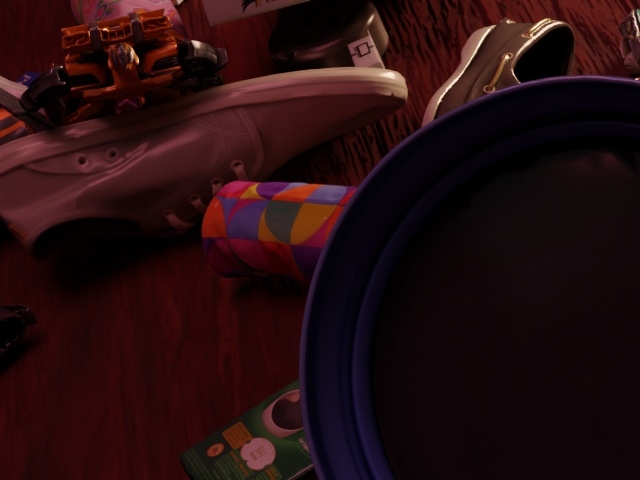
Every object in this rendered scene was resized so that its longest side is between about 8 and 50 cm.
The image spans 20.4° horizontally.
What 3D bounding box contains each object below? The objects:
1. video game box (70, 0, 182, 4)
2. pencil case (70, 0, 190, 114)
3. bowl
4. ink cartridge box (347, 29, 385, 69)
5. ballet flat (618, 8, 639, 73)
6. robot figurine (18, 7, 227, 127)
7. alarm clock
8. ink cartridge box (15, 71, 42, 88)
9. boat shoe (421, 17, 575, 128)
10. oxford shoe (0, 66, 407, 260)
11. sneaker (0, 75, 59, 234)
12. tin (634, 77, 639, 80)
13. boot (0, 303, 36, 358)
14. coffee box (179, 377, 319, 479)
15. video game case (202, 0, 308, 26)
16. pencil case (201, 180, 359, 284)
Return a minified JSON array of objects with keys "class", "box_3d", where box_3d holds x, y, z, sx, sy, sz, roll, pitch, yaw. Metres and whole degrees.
[{"class":"video game box","box_3d":[-0.216,-0.381,2.364,0.205,0.048,0.187,6,43,40]},{"class":"pencil case","box_3d":[-0.222,-0.241,2.112,0.124,0.124,0.284,-28,33,-2]},{"class":"bowl","box_3d":[0.175,0.084,1.216,0.391,0.077,0.391,-4,80,23]},{"class":"ink cartridge box","box_3d":[0.053,-0.185,1.901,0.028,0.048,0.083,-23,32,6]},{"class":"ballet flat","box_3d":[0.314,-0.184,1.737,0.041,0.041,0.114,-19,33,11]},{"class":"robot figurine","box_3d":[-0.206,-0.166,1.833,0.211,0.085,0.291,-13,-8,-8]},{"class":"alarm clock","box_3d":[0.016,-0.237,1.991,0.129,0.064,0.192,4,40,39]},{"class":"ink cartridge box","box_3d":[-0.378,-0.120,2.111,0.097,0.046,0.207,10,47,42]},{"class":"boat shoe","box_3d":[0.171,-0.117,1.669,0.091,0.109,0.305,-13,31,28]},{"class":"oxford shoe","box_3d":[-0.123,-0.078,1.817,0.449,0.130,0.169,-15,-11,4]},{"class":"sneaker","box_3d":[-0.430,-0.118,1.976,0.321,0.124,0.180,23,56,10]},{"class":"tin","box_3d":[0.242,-0.064,1.553,0.040,0.106,0.189,37,64,16]},{"class":"boot","box_3d":[-0.439,0.110,1.790,0.263,0.091,0.229,-36,33,-18]},{"class":"coffee box","box_3d":[-0.015,0.167,1.461,0.184,0.040,0.113,-33,34,-9]},{"class":"video game case","box_3d":[0.018,-0.314,2.004,0.244,0.061,0.269,-12,11,19]},{"class":"pencil case","box_3d":[0.000,0.000,1.633,0.236,0.104,0.104,9,46,42]}]
